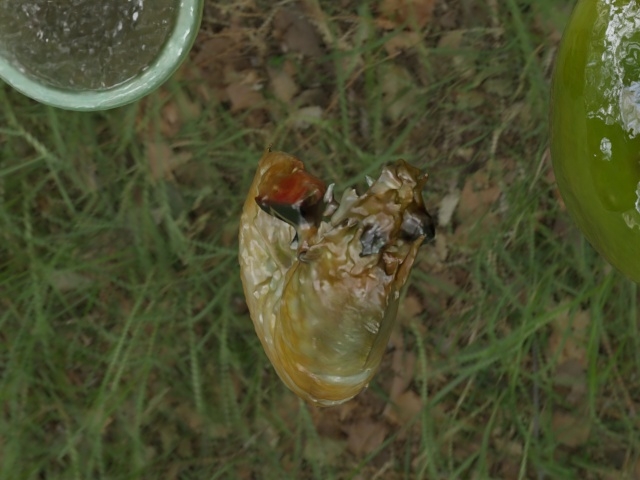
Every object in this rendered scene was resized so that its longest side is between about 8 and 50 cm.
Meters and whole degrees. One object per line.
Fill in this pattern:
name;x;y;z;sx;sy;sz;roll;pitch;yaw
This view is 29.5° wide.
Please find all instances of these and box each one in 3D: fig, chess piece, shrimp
fig;0.230;-0.073;0.695;0.203;0.203;0.225;-14;114;24
chess piece;-0.183;-0.200;0.961;0.175;0.298;0.176;-2;104;-9
shrimp;0.000;0.000;0.671;0.287;0.062;0.152;115;138;-63
